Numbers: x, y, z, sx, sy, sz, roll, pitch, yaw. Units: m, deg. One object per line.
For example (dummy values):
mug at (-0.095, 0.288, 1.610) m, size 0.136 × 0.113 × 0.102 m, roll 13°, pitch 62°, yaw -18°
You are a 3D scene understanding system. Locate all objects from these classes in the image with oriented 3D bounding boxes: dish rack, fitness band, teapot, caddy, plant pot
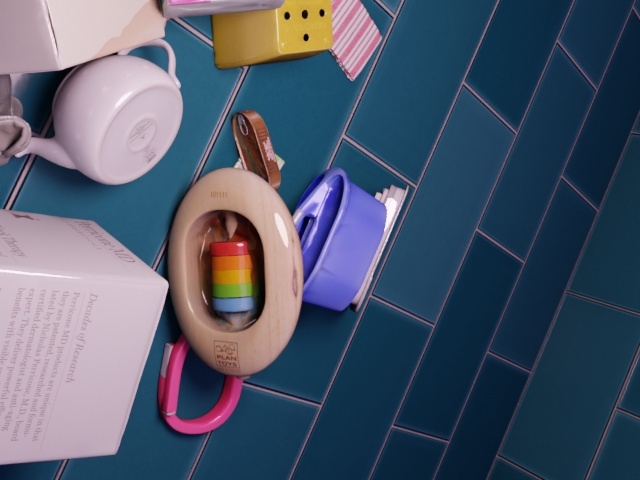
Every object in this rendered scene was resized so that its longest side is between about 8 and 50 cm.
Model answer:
dish rack at (0.118, 0.013, 1.788) m, size 0.072 × 0.285 × 0.332 m, roll 24°, pitch 87°, yaw 1°
fitness band at (-0.268, 0.311, 1.643) m, size 0.209 × 0.054 × 0.290 m, roll 2°, pitch 103°, yaw -42°
teapot at (-0.386, -0.242, 1.290) m, size 0.256 × 0.187 × 0.252 m, roll -23°, pitch 145°, yaw -59°
caddy at (0.000, 0.000, 1.644) m, size 0.179 × 0.241 × 0.341 m, roll 25°, pitch 86°, yaw -24°
plant pot at (-0.089, -0.468, 1.467) m, size 0.212 × 0.187 × 0.212 m, roll -18°, pitch 114°, yaw -37°

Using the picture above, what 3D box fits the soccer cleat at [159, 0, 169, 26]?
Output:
soccer cleat at (-0.322, -0.502, 1.343) m, size 0.076 × 0.068 × 0.196 m, roll -1°, pitch 119°, yaw -6°

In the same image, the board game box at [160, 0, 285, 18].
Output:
board game box at (-0.192, -0.567, 1.263) m, size 0.224 × 0.097 × 0.303 m, roll -10°, pitch 93°, yaw -15°

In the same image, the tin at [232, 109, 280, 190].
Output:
tin at (-0.139, -0.191, 1.548) m, size 0.040 × 0.106 × 0.189 m, roll -24°, pitch 104°, yaw -33°

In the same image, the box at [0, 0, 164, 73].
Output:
box at (-0.400, -0.365, 1.162) m, size 0.311 × 0.148 × 0.121 m, roll -51°, pitch 139°, yaw -59°

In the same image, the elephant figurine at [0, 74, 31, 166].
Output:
elephant figurine at (-0.561, -0.194, 1.184) m, size 0.239 × 0.186 × 0.169 m, roll 70°, pitch 24°, yaw -42°

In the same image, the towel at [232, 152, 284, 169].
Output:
towel at (-0.152, -0.146, 1.622) m, size 0.113 × 0.023 × 0.152 m, roll 40°, pitch 76°, yaw -42°

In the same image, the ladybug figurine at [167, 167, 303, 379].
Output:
ladybug figurine at (-0.168, 0.070, 1.516) m, size 0.162 × 0.305 × 0.449 m, roll -15°, pitch 107°, yaw -69°

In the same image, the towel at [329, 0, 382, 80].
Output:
towel at (0.065, -0.502, 1.702) m, size 0.144 × 0.029 × 0.197 m, roll -56°, pitch 134°, yaw -13°

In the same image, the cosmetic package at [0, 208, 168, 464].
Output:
cosmetic package at (-0.531, 0.140, 1.155) m, size 0.394 × 0.329 × 0.327 m, roll 9°, pitch 103°, yaw -43°
